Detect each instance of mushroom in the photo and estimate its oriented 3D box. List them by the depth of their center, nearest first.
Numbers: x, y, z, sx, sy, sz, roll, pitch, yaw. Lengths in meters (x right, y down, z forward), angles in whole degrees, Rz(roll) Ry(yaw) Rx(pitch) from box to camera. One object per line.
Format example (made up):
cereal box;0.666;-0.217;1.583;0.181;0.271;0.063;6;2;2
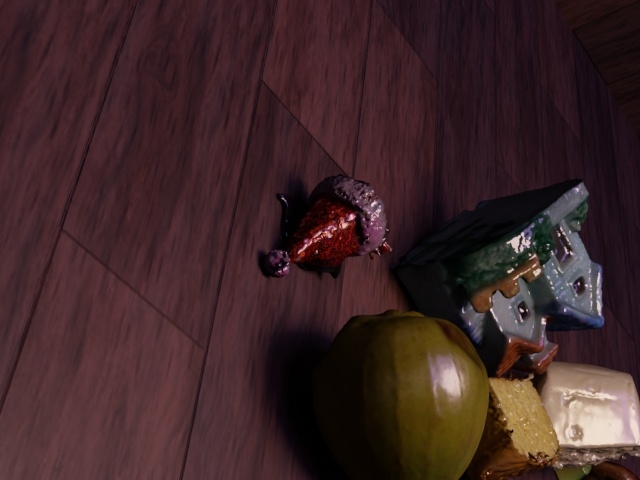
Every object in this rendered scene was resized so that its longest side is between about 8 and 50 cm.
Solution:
mushroom;0.543;0.551;2.133;0.217;0.148;0.227;-30;93;-45

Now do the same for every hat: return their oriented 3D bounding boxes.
hat;-0.001;0.003;1.582;0.227;0.129;0.140;-36;121;-43

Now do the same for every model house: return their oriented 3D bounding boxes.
model house;0.330;0.111;1.883;0.295;0.252;0.329;-35;109;-39

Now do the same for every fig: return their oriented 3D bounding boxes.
fig;0.105;0.225;1.470;0.239;0.240;0.271;9;76;-58

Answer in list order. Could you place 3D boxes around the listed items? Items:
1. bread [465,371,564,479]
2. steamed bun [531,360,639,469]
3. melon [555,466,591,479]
bread;0.282;0.311;1.808;0.261;0.147;0.160;6;58;-63
steamed bun;0.477;0.331;2.051;0.170;0.226;0.200;106;-8;-66
melon;0.474;0.363;2.185;0.118;0.064;0.209;-5;74;-55
